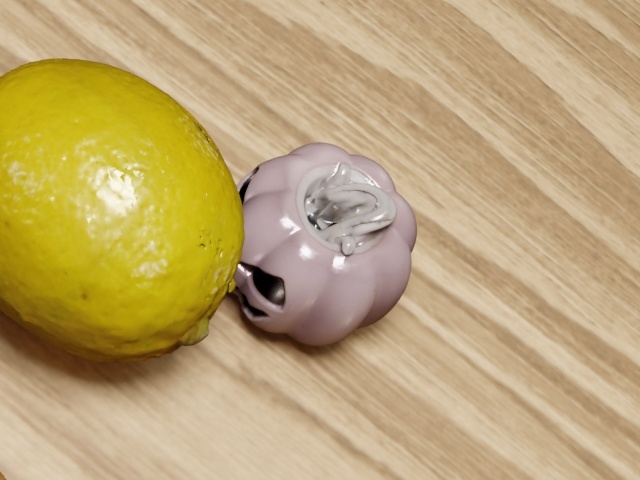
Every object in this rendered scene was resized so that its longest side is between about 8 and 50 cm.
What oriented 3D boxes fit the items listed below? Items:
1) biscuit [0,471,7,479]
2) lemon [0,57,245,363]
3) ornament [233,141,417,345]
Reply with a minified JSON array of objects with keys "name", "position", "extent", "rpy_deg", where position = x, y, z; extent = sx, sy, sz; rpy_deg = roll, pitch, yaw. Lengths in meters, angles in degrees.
[{"name":"biscuit","position":[-0.339,0.281,1.183],"extent":[0.385,0.062,0.365],"rpy_deg":[39,91,29]},{"name":"lemon","position":[-0.187,-0.026,1.467],"extent":[0.236,0.236,0.263],"rpy_deg":[-39,104,-35]},{"name":"ornament","position":[0.000,-0.001,1.574],"extent":[0.177,0.177,0.177],"rpy_deg":[10,59,-18]}]
